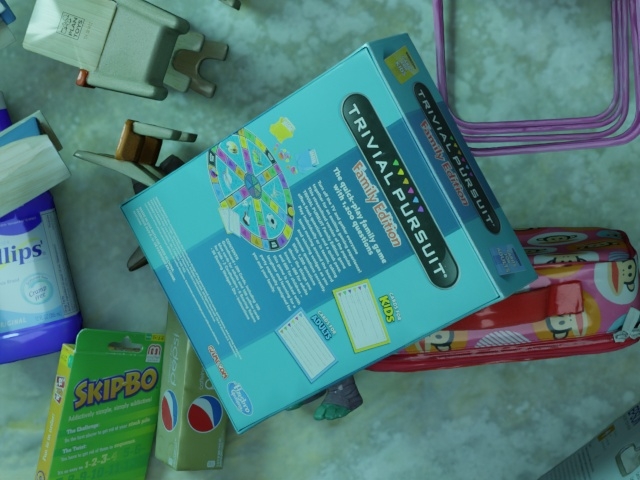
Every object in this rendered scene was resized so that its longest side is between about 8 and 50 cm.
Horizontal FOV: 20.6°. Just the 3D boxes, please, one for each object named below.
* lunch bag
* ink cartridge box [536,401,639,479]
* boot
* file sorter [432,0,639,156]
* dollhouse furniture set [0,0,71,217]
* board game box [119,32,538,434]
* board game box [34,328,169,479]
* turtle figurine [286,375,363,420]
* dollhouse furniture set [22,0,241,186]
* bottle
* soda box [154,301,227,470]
[{"bbox_3d":[0.175,0.057,1.751,0.293,0.258,0.120,-6,96,6],"label":"lunch bag"},{"bbox_3d":[0.227,0.311,1.744,0.330,0.324,0.071,-37,93,8],"label":"ink cartridge box"},{"bbox_3d":[-0.177,-0.033,1.884,0.118,0.042,0.087,-33,87,7],"label":"boot"},{"bbox_3d":[0.208,-0.185,1.707,0.202,0.291,0.182,-4,99,5],"label":"file sorter"},{"bbox_3d":[-0.419,-0.146,1.685,0.286,0.198,0.303,-31,104,-4],"label":"dollhouse furniture set"},{"bbox_3d":[0.000,0.000,1.641,0.336,0.079,0.254,-30,86,34],"label":"board game box"},{"bbox_3d":[-0.238,0.218,1.883,0.124,0.039,0.259,7,102,-39],"label":"board game box"},{"bbox_3d":[-0.025,0.064,1.830,0.118,0.175,0.234,-17,104,-11],"label":"turtle figurine"},{"bbox_3d":[-0.185,-0.196,1.751,0.135,0.259,0.262,19,94,7],"label":"dollhouse furniture set"},{"bbox_3d":[-0.336,-0.014,1.869,0.118,0.092,0.283,-12,95,0],"label":"bottle"},{"bbox_3d":[-0.133,0.150,1.878,0.058,0.061,0.181,1,99,-28],"label":"soda box"}]
